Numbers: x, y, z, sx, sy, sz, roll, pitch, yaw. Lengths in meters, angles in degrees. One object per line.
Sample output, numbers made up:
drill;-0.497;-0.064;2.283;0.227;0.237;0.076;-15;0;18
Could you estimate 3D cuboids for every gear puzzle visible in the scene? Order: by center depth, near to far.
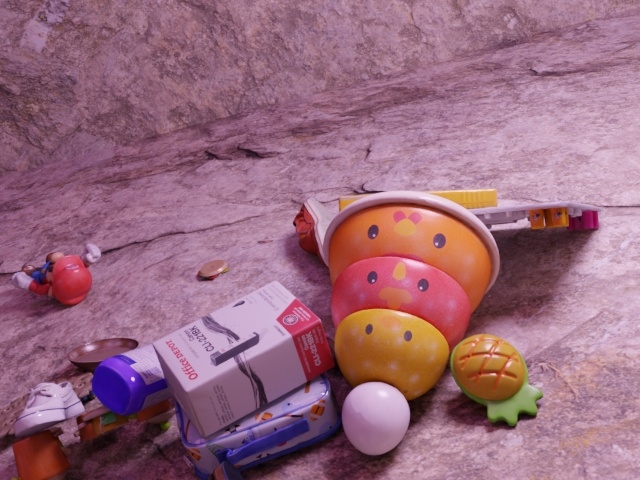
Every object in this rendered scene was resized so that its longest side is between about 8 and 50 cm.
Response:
gear puzzle;-0.649;0.391;1.909;0.339;0.044;0.175;-27;19;-20

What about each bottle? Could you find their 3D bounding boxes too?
bottle;-0.317;0.258;1.715;0.118;0.092;0.283;31;22;23

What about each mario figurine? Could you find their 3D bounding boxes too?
mario figurine;-0.757;0.074;2.474;0.321;0.170;0.198;5;67;54

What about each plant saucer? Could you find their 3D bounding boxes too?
plant saucer;-0.510;0.269;2.037;0.169;0.029;0.168;-5;11;1

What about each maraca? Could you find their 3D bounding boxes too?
maraca;0.304;0.239;1.505;0.127;0.099;0.185;-26;52;-9

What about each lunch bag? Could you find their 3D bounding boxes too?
lunch bag;-0.124;0.322;1.609;0.304;0.114;0.243;-21;27;-7

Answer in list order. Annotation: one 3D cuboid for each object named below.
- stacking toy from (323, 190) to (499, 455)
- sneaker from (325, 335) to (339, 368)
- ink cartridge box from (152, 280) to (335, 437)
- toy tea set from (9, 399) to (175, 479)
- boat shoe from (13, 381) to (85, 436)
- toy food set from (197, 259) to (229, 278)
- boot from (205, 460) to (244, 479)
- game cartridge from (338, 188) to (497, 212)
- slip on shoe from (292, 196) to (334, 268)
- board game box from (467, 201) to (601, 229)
stacking toy;0.143;0.177;1.591;0.351;0.350;0.479;-7;45;23
sneaker;-0.001;0.235;1.779;0.071;0.066;0.188;-41;24;-8
ink cartridge box;-0.144;0.210;1.583;0.273;0.114;0.197;-27;31;-18
toy tea set;-0.447;0.402;1.711;0.336;0.124;0.200;-22;-5;-1
boat shoe;-0.527;0.315;1.648;0.095;0.084;0.258;-22;-5;-5
toy food set;-0.289;0.079;2.327;0.083;0.020;0.083;-27;26;-18
boot;-0.165;0.470;1.406;0.106;0.082;0.219;-39;29;8
game cartridge;0.207;-0.071;1.886;0.324;0.052;0.285;-2;-2;5
slip on shoe;0.000;0.000;2.210;0.101;0.123;0.331;-49;28;12
board game box;0.374;-0.037;1.864;0.390;0.050;0.390;-5;-2;27
